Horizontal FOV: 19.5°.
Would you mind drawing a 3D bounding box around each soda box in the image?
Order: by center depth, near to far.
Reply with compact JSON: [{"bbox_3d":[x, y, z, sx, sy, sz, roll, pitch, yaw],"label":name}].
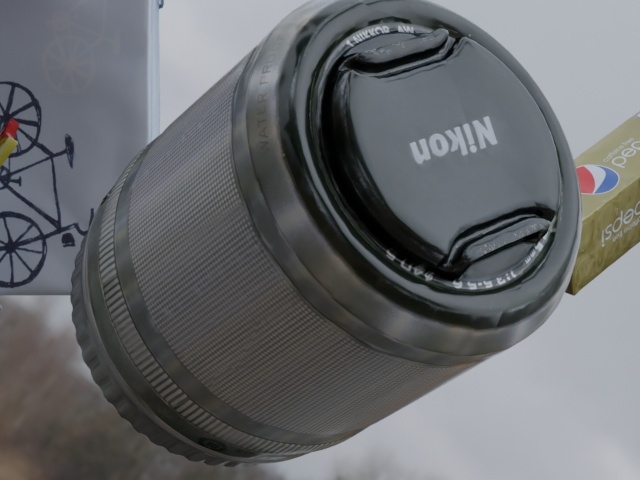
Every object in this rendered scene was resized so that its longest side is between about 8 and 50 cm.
[{"bbox_3d":[0.219,-0.033,1.402,0.058,0.181,0.061,24,-46,38],"label":"soda box"}]

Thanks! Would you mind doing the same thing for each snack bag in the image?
[{"bbox_3d":[-0.290,-0.098,1.523,0.343,0.323,0.037,1,8,3],"label":"snack bag"}]

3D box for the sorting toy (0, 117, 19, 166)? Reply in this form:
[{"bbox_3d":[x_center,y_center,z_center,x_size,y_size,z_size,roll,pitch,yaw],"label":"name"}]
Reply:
[{"bbox_3d":[-0.312,0.009,1.346,0.046,0.274,0.132,37,15,-14],"label":"sorting toy"}]

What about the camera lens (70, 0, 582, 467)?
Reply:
[{"bbox_3d":[0.000,0.000,1.091,0.219,0.219,0.274,39,-39,-12],"label":"camera lens"}]
